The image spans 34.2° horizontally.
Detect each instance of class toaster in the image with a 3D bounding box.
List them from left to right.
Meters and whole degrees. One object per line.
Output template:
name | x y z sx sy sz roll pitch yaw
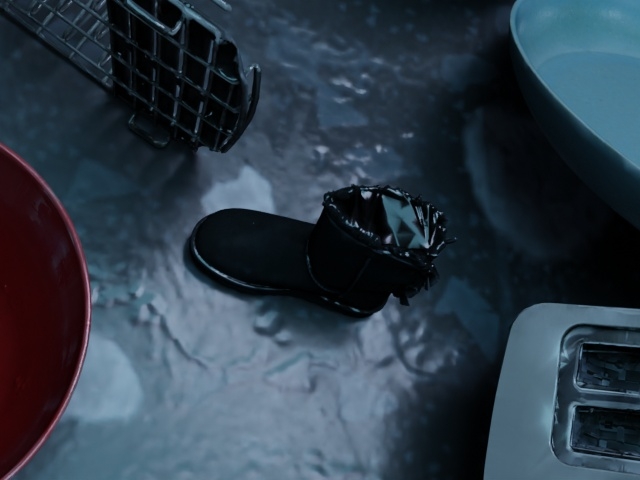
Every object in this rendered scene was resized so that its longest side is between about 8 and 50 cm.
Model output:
toaster | 0.162 0.119 0.496 0.185 0.110 0.168 4 74 24

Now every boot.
boot | 0.000 0.000 0.527 0.121 0.099 0.045 19 66 -9

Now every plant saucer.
plant saucer | 0.242 -0.046 0.572 0.317 0.044 0.317 16 34 -11

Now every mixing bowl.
mixing bowl | -0.196 0.041 0.456 0.181 0.098 0.181 5 71 -15

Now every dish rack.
dish rack | -0.133 -0.150 0.488 0.271 0.208 0.074 37 78 -2
